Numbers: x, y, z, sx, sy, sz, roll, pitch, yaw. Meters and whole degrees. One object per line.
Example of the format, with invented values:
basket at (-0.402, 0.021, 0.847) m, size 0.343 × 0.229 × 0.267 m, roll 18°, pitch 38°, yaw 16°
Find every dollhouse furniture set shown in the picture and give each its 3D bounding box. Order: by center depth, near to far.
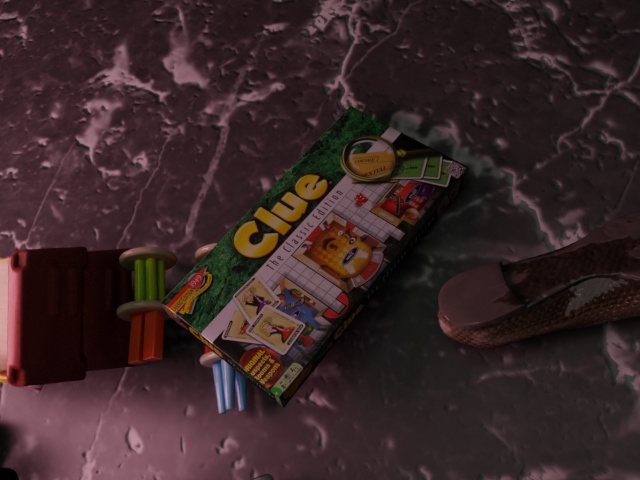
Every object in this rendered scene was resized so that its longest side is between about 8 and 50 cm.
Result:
dollhouse furniture set at (-0.297, 0.191, 0.594) m, size 0.201 × 0.152 × 0.374 m, roll 0°, pitch 87°, yaw 19°

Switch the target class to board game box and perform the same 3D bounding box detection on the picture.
board game box at (0.000, 0.000, 0.568) m, size 0.136 × 0.030 × 0.260 m, roll 31°, pitch 68°, yaw 26°

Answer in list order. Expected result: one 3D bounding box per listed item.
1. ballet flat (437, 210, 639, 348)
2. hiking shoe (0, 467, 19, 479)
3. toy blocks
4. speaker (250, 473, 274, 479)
ballet flat at (0.214, 0.035, 0.506) m, size 0.249 × 0.058 × 0.084 m, roll -17°, pitch 43°, yaw 7°
hiking shoe at (-0.144, 0.264, 0.453) m, size 0.304 × 0.113 × 0.132 m, roll 26°, pitch 77°, yaw -7°
toy blocks at (-0.119, 0.081, 0.585) m, size 0.123 × 0.054 × 0.148 m, roll -4°, pitch 66°, yaw -8°
speaker at (-0.025, 0.252, 0.500) m, size 0.055 × 0.055 × 0.136 m, roll -40°, pitch 62°, yaw 1°
